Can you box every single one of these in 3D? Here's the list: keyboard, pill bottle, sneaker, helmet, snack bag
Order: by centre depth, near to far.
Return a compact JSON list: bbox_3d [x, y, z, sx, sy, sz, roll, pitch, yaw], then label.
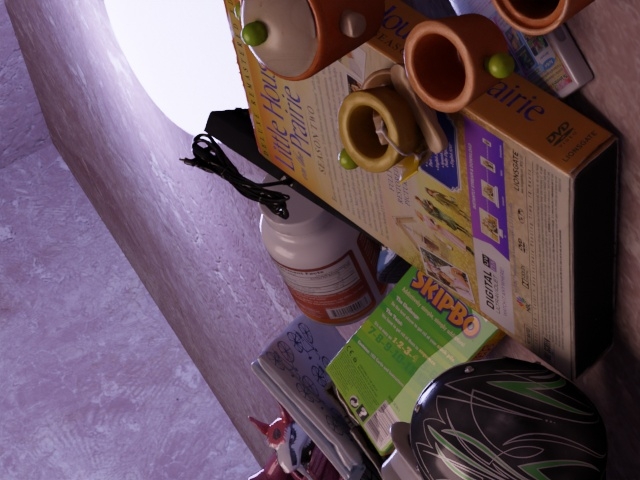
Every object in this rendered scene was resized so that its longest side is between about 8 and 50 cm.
[{"bbox_3d":[0.168,0.185,1.590,0.161,0.169,0.169,-1,-125,-58],"label":"helmet"},{"bbox_3d":[-0.015,-0.072,1.850,0.317,0.201,0.033,32,124,42],"label":"keyboard"},{"bbox_3d":[0.091,-0.008,1.928,0.144,0.053,0.059,108,151,-48],"label":"sneaker"},{"bbox_3d":[0.000,0.000,2.065,0.121,0.121,0.216,53,173,35],"label":"pill bottle"},{"bbox_3d":[0.062,0.240,2.203,0.342,0.037,0.323,51,-166,1],"label":"snack bag"}]

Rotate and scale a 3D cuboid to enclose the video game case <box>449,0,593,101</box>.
[{"bbox_3d":[0.157,-0.172,1.445,0.143,0.019,0.157,61,166,3],"label":"video game case"}]

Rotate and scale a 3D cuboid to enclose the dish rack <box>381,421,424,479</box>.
[{"bbox_3d":[0.207,0.314,1.727,0.333,0.072,0.285,18,-155,-48],"label":"dish rack"}]

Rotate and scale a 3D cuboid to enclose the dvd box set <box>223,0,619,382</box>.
[{"bbox_3d":[0.085,-0.083,1.585,0.420,0.062,0.307,36,156,30],"label":"dvd box set"}]

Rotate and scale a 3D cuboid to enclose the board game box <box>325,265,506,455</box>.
[{"bbox_3d":[0.109,0.109,1.919,0.124,0.039,0.259,56,133,23],"label":"board game box"}]

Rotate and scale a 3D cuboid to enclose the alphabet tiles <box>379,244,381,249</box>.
[{"bbox_3d":[0.053,-0.066,2.085,0.198,0.009,0.237,59,167,14],"label":"alphabet tiles"}]

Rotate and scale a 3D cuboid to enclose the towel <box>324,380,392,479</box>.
[{"bbox_3d":[0.130,0.293,2.149,0.312,0.056,0.324,59,-168,11],"label":"towel"}]

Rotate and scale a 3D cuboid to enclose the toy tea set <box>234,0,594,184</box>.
[{"bbox_3d":[0.057,-0.170,1.335,0.200,0.124,0.336,59,141,6],"label":"toy tea set"}]

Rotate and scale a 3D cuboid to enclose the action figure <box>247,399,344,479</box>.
[{"bbox_3d":[0.047,0.314,2.274,0.248,0.276,0.370,0,135,44],"label":"action figure"}]
